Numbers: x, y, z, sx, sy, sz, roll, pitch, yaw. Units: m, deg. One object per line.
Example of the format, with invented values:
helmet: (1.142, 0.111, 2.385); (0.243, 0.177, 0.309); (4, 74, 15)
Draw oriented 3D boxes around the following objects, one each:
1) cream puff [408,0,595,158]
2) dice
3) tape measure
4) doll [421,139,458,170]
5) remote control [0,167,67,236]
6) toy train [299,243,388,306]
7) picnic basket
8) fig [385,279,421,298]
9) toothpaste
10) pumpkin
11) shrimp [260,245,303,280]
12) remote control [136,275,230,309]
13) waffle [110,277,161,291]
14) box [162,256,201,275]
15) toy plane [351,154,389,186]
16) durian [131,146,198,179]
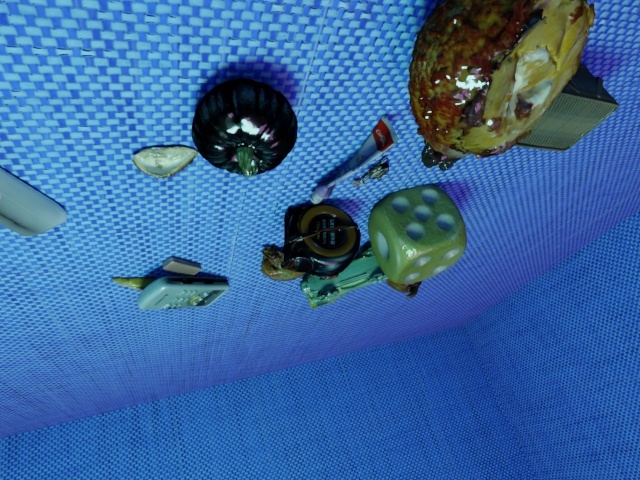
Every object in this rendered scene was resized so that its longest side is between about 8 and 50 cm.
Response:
cream puff: (0.291, -0.308, 0.752); (0.351, 0.228, 0.350); (-26, 140, -24)
dice: (0.297, -0.014, 1.329); (0.233, 0.226, 0.238); (-16, 152, -10)
tape measure: (0.000, 0.000, 1.187); (0.223, 0.202, 0.135); (6, 149, -14)
doll: (0.331, -0.229, 1.130); (0.139, 0.057, 0.165); (-20, 159, -3)
remote control: (-0.620, -0.087, 0.779); (0.110, 0.055, 0.313); (-21, 153, 3)
toy train: (0.108, 0.133, 1.591); (0.369, 0.150, 0.237); (-18, 162, -2)
picnic basket: (0.527, -0.318, 0.989); (0.267, 0.139, 0.165); (-2, 150, -29)
fig: (0.344, 0.149, 1.693); (0.175, 0.207, 0.175); (-20, 146, -14)
toothpaste: (0.072, -0.180, 1.040); (0.048, 0.075, 0.301); (27, 136, -26)
pumpkin: (-0.138, -0.204, 0.781); (0.195, 0.150, 0.194); (-4, 121, -8)
shrimp: (-0.139, 0.080, 1.416); (0.146, 0.061, 0.267); (-15, 157, 13)
remote control: (-0.422, 0.165, 1.337); (0.140, 0.056, 0.296); (-40, 158, 19)
waffle: (-0.552, 0.149, 1.312); (0.191, 0.032, 0.125); (4, 148, -34)
box: (-0.411, 0.077, 1.264); (0.048, 0.025, 0.115); (-36, 150, 20)
toy plane: (0.139, -0.177, 1.130); (0.121, 0.031, 0.049); (-35, 144, 25)
durian: (-0.315, -0.162, 0.870); (0.131, 0.052, 0.066); (-10, 114, -23)
